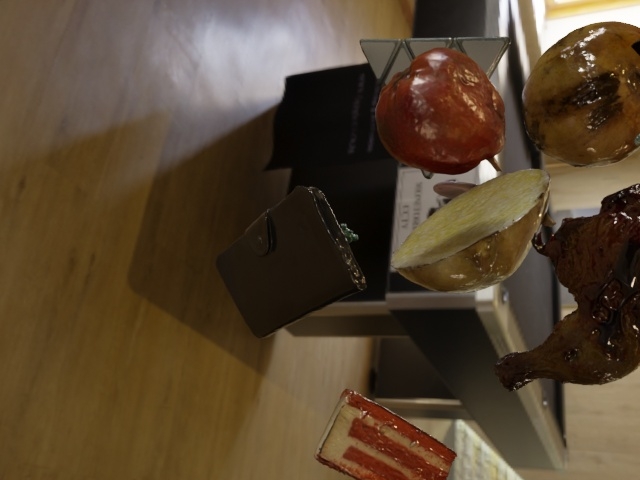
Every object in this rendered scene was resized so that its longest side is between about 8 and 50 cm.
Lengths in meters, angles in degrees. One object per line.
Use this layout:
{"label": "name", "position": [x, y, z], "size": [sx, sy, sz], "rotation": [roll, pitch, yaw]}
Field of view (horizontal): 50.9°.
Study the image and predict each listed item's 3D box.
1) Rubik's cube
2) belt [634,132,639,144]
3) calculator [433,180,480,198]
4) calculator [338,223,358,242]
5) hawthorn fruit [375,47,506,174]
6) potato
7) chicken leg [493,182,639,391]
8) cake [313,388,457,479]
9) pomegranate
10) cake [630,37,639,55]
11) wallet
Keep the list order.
{"label": "Rubik's cube", "position": [0.244, -0.305, 1.328], "size": [0.233, 0.228, 0.228], "rotation": [59, 7, -44]}
{"label": "belt", "position": [0.646, -0.133, 1.176], "size": [0.100, 0.065, 0.179], "rotation": [-2, 51, -41]}
{"label": "calculator", "position": [0.343, -0.115, 1.599], "size": [0.166, 0.103, 0.024], "rotation": [10, 78, -29]}
{"label": "calculator", "position": [0.000, 0.000, 1.200], "size": [0.094, 0.141, 0.019], "rotation": [39, 48, -39]}
{"label": "hawthorn fruit", "position": [0.166, -0.173, 0.935], "size": [0.179, 0.173, 0.173], "rotation": [14, 71, -29]}
{"label": "potato", "position": [0.259, 0.000, 1.058], "size": [0.299, 0.239, 0.116], "rotation": [-41, 102, -34]}
{"label": "chicken leg", "position": [0.319, 0.077, 0.807], "size": [0.083, 0.177, 0.322], "rotation": [-15, 122, -45]}
{"label": "cake", "position": [0.118, 0.431, 1.382], "size": [0.158, 0.262, 0.159], "rotation": [-60, -175, -13]}
{"label": "pomegranate", "position": [0.603, -0.314, 1.477], "size": [0.322, 0.322, 0.321], "rotation": [-3, 90, -67]}
{"label": "cake", "position": [0.673, -0.367, 1.152], "size": [0.178, 0.208, 0.185], "rotation": [-61, 156, 11]}
{"label": "wallet", "position": [-0.064, 0.047, 1.174], "size": [0.051, 0.378, 0.197], "rotation": [-23, 84, -37]}
